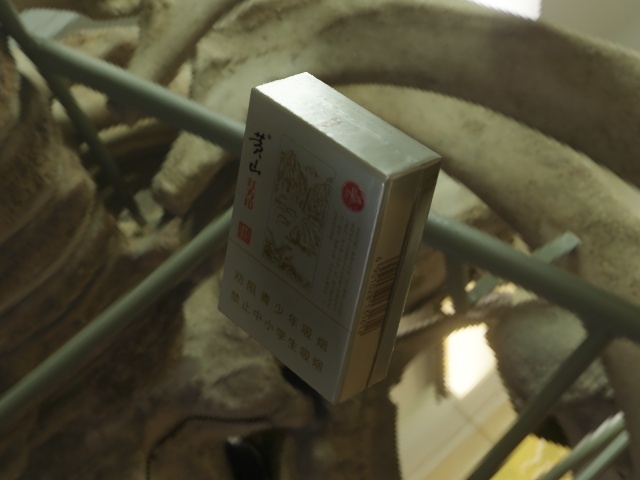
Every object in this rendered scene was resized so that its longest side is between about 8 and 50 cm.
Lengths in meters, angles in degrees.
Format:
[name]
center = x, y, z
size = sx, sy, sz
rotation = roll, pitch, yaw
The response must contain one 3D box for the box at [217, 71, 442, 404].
[box]
center = 0.000, 0.000, 0.831
size = 0.058, 0.141, 0.201
rotation = -24, -44, -39
